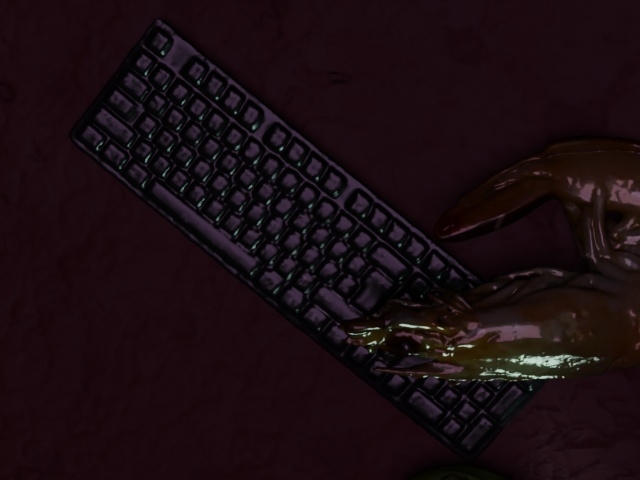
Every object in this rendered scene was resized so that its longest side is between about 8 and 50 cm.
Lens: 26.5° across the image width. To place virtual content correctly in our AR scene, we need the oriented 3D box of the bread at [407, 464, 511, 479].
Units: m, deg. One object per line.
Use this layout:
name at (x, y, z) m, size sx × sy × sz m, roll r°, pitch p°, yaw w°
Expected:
bread at (0.082, 0.205, 0.799) m, size 0.130 × 0.071 × 0.139 m, roll 43°, pitch 103°, yaw -7°

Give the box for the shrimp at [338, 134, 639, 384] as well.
shrimp at (0.122, 0.014, 0.751) m, size 0.236 × 0.053 × 0.133 m, roll -10°, pitch 97°, yaw -3°

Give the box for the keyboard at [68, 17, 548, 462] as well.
keyboard at (0.000, 0.000, 0.794) m, size 0.310 × 0.018 × 0.101 m, roll 40°, pitch 103°, yaw -2°
